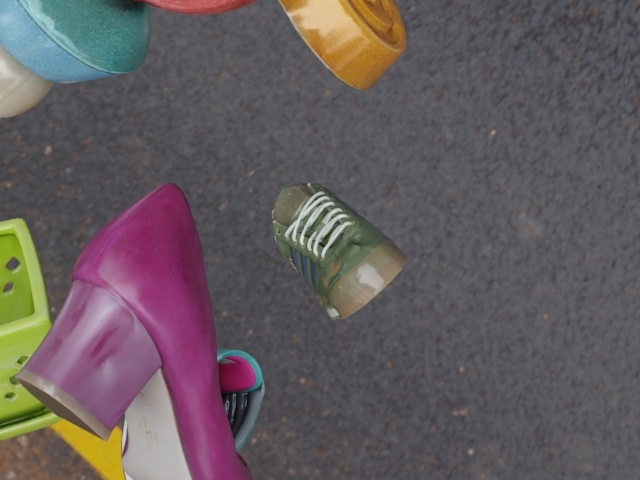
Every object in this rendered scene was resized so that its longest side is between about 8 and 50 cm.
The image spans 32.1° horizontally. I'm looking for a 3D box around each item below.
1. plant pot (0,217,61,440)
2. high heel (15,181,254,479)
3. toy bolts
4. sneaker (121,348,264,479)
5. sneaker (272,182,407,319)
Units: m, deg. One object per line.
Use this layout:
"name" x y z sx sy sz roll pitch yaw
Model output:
"plant pot" -0.446 0.136 1.408 0.228 0.227 0.207 -15 129 -13
"high heel" -0.096 0.120 0.920 0.127 0.181 0.377 23 159 25
"toy bolts" -0.085 -0.122 0.549 0.158 0.228 0.218 -30 108 24
"sneaker" -0.154 0.139 1.266 0.178 0.124 0.295 -29 62 36
"sneaker" 0.000 0.000 0.770 0.064 0.192 0.086 -44 95 -2
